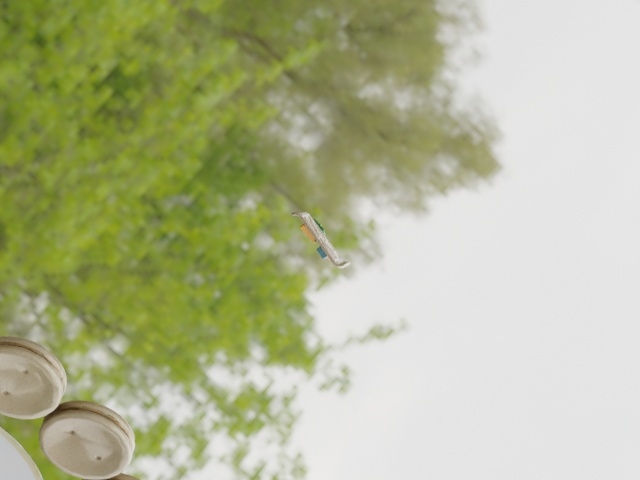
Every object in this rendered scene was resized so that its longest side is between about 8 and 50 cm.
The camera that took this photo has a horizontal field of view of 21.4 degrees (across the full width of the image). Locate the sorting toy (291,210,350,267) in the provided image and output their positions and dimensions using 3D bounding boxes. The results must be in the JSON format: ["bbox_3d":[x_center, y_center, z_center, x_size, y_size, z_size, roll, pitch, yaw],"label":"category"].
[{"bbox_3d":[0.000,0.000,1.414,0.012,0.062,0.083,-41,178,5],"label":"sorting toy"}]

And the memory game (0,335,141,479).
[{"bbox_3d":[-0.154,0.092,0.668,0.186,0.186,0.012,-35,-155,34],"label":"memory game"}]
